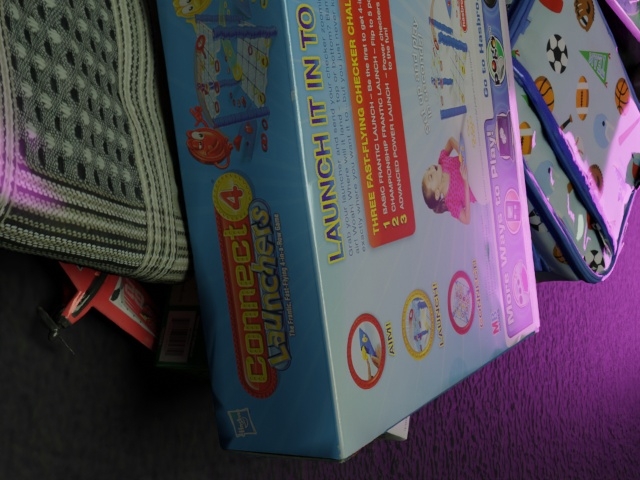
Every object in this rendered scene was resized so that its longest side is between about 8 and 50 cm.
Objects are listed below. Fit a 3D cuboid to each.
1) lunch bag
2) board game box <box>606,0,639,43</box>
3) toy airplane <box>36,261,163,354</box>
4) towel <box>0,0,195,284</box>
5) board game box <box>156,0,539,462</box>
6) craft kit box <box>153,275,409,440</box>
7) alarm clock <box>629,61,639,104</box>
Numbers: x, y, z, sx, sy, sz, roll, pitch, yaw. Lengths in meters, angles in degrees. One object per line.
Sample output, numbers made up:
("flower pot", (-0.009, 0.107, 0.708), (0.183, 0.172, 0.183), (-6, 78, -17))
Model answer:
("lunch bag", (0.222, -0.104, 0.979), (0.303, 0.115, 0.243), (51, 51, -33))
("board game box", (0.353, -0.471, 1.163), (0.390, 0.050, 0.390), (20, 69, -54))
("toy airplane", (-0.127, -0.003, 0.596), (0.151, 0.028, 0.151), (1, 88, -56))
("towel", (-0.130, -0.150, 0.470), (0.312, 0.056, 0.324), (29, 52, -72))
("board game box", (0.038, -0.053, 0.652), (0.302, 0.086, 0.308), (-16, 101, -56))
("craft kit box", (0.000, 0.000, 0.718), (0.246, 0.061, 0.250), (33, 61, -54))
("alarm clock", (0.439, -0.165, 1.293), (0.192, 0.064, 0.129), (-52, 125, -43))
